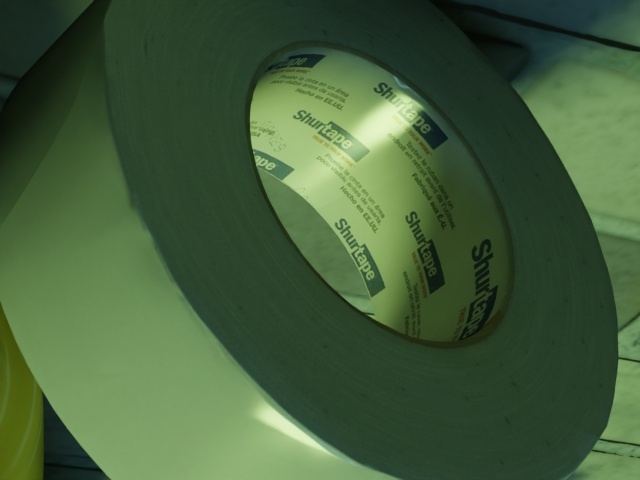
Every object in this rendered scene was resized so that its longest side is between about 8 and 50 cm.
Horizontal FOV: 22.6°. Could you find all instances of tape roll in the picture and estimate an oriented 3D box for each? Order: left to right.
[{"bbox_3d":[0.000,0.000,0.540,0.219,0.219,0.072,20,137,-35],"label":"tape roll"}]

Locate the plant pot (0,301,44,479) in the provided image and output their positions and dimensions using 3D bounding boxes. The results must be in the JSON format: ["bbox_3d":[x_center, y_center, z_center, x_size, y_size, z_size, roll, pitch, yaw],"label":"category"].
[{"bbox_3d":[-0.213,0.014,0.506,0.254,0.254,0.239,1,124,-12],"label":"plant pot"}]
